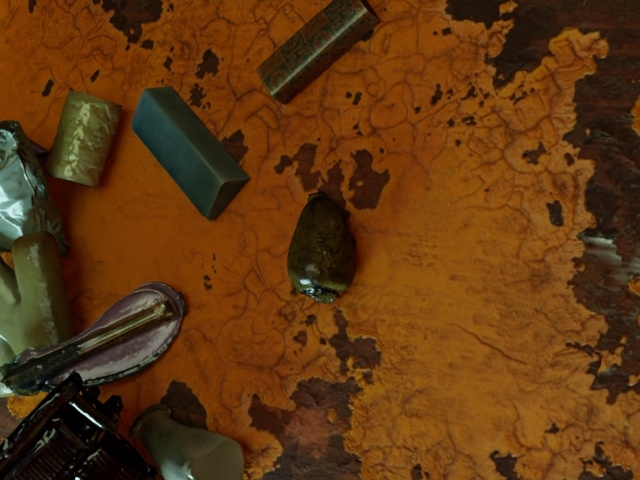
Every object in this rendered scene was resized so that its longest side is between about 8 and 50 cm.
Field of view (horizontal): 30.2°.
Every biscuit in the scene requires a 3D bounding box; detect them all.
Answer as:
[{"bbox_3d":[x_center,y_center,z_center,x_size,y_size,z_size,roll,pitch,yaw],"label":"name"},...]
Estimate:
[{"bbox_3d":[-0.551,0.138,2.153,0.236,0.062,0.291,-8,93,28],"label":"biscuit"}]

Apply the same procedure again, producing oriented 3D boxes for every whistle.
[{"bbox_3d":[-0.573,-0.184,2.298,0.176,0.033,0.033,30,95,32],"label":"whistle"}]

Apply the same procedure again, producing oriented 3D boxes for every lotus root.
[{"bbox_3d":[0.000,0.000,1.879,0.108,0.094,0.191,0,70,-4],"label":"lotus root"}]

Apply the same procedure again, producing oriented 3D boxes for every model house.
[{"bbox_3d":[-0.382,0.402,1.959,0.282,0.297,0.317,44,95,2],"label":"model house"}]

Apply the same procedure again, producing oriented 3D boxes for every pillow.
[{"bbox_3d":[-0.620,-0.087,2.202,0.309,0.138,0.283,1,124,34],"label":"pillow"}]

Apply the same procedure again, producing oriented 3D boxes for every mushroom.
[{"bbox_3d":[-0.225,0.350,1.939,0.225,0.093,0.116,15,57,42],"label":"mushroom"}]

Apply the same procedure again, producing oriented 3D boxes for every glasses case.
[{"bbox_3d":[-0.240,-0.160,2.079,0.105,0.056,0.266,-49,59,12],"label":"glasses case"},{"bbox_3d":[-0.007,-0.327,1.979,0.218,0.049,0.075,-39,62,18],"label":"glasses case"}]

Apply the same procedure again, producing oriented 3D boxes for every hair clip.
[{"bbox_3d":[-0.389,0.189,2.050,0.358,0.096,0.110,-23,56,2],"label":"hair clip"}]

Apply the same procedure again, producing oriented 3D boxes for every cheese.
[{"bbox_3d":[-0.439,-0.187,2.181,0.123,0.093,0.167,17,88,38],"label":"cheese"}]
